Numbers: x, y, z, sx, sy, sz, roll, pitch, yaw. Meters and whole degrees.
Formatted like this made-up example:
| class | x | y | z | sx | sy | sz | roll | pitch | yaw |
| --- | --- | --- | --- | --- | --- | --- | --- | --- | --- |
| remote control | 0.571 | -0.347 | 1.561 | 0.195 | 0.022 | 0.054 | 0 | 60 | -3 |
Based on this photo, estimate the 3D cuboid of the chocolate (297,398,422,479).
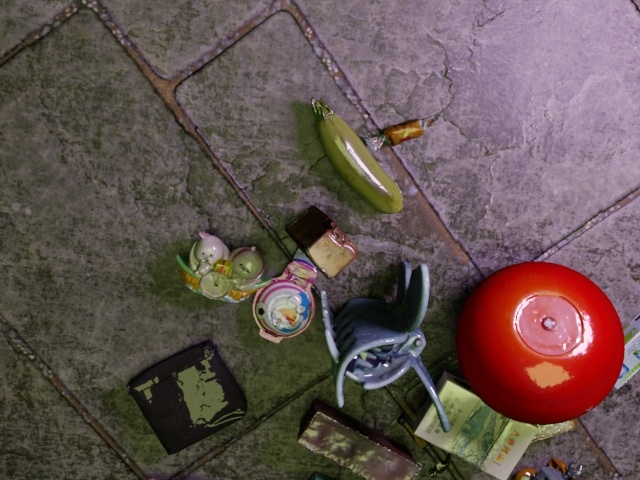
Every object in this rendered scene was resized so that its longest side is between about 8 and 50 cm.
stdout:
| class | x | y | z | sx | sy | sz | roll | pitch | yaw |
| --- | --- | --- | --- | --- | --- | --- | --- | --- | --- |
| chocolate | 0.098 | 0.522 | 1.945 | 0.321 | 0.112 | 0.112 | 30 | 99 | -10 |

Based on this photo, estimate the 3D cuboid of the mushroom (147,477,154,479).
| class | x | y | z | sx | sy | sz | roll | pitch | yaw |
| --- | --- | --- | --- | --- | --- | --- | --- | --- | --- |
| mushroom | -0.336 | 0.662 | 1.959 | 0.247 | 0.108 | 0.096 | 14 | 63 | -10 |

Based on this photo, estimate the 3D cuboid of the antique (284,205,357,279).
| class | x | y | z | sx | sy | sz | roll | pitch | yaw |
| --- | --- | --- | --- | --- | --- | --- | --- | --- | --- |
| antique | 0.000 | 0.000 | 1.689 | 0.093 | 0.310 | 0.087 | -39 | 103 | -2 |

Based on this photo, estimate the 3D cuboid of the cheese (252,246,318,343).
| class | x | y | z | sx | sy | sz | roll | pitch | yaw |
| --- | --- | --- | --- | --- | --- | --- | --- | --- | --- |
| cheese | -0.073 | 0.132 | 1.853 | 0.155 | 0.062 | 0.244 | 27 | 91 | -8 |

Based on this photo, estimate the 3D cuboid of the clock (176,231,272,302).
| class | x | y | z | sx | sy | sz | roll | pitch | yaw |
| --- | --- | --- | --- | --- | --- | --- | --- | --- | --- |
| clock | -0.225 | 0.064 | 1.803 | 0.231 | 0.103 | 0.144 | 16 | 111 | -7 |

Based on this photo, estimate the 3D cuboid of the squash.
| class | x | y | z | sx | sy | sz | roll | pitch | yaw |
| --- | --- | --- | --- | --- | --- | --- | --- | --- | --- |
| squash | 0.072 | -0.185 | 1.767 | 0.094 | 0.094 | 0.341 | -38 | 107 | 6 |

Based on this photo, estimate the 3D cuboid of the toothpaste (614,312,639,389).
| class | x | y | z | sx | sy | sz | roll | pitch | yaw |
| --- | --- | --- | --- | --- | --- | --- | --- | --- | --- |
| toothpaste | 0.837 | 0.229 | 1.942 | 0.081 | 0.067 | 0.336 | 42 | 98 | -13 |

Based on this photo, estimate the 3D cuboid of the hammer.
| class | x | y | z | sx | sy | sz | roll | pitch | yaw |
| --- | --- | --- | --- | --- | --- | --- | --- | --- | --- |
| hammer | 0.269 | 0.529 | 2.003 | 0.078 | 0.021 | 0.201 | -36 | 105 | 5 |

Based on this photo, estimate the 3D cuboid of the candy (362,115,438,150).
| class | x | y | z | sx | sy | sz | roll | pitch | yaw |
| --- | --- | --- | --- | --- | --- | --- | --- | --- | --- |
| candy | 0.189 | -0.248 | 1.778 | 0.182 | 0.053 | 0.046 | -17 | 112 | 2 |

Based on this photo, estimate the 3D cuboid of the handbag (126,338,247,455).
| class | x | y | z | sx | sy | sz | roll | pitch | yaw |
| --- | --- | --- | --- | --- | --- | --- | --- | --- | --- |
| handbag | -0.326 | 0.390 | 1.893 | 0.247 | 0.080 | 0.223 | -28 | 105 | 3 |

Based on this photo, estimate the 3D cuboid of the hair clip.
| class | x | y | z | sx | sy | sz | roll | pitch | yaw |
| --- | --- | --- | --- | --- | --- | --- | --- | --- | --- |
| hair clip | 0.132 | 0.222 | 1.763 | 0.239 | 0.318 | 0.392 | -11 | 107 | 0 |

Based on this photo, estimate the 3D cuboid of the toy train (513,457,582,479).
| class | x | y | z | sx | sy | sz | roll | pitch | yaw |
| --- | --- | --- | --- | --- | --- | --- | --- | --- | --- |
| toy train | 0.593 | 0.738 | 2.016 | 0.232 | 0.163 | 0.369 | 31 | 100 | -20 |

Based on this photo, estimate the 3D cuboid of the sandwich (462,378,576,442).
| class | x | y | z | sx | sy | sz | roll | pitch | yaw |
| --- | --- | --- | --- | --- | --- | --- | --- | --- | --- |
| sandwich | 0.493 | 0.416 | 1.953 | 0.251 | 0.087 | 0.226 | -22 | 104 | 4 |

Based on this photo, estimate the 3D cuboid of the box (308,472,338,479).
| class | x | y | z | sx | sy | sz | roll | pitch | yaw |
| --- | --- | --- | --- | --- | --- | --- | --- | --- | --- |
| box | 0.105 | 0.730 | 1.951 | 0.312 | 0.205 | 0.118 | 21 | 101 | -9 |

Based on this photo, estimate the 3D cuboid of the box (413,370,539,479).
| class | x | y | z | sx | sy | sz | roll | pitch | yaw |
| --- | --- | --- | --- | --- | --- | --- | --- | --- | --- |
| box | 0.379 | 0.456 | 1.884 | 0.257 | 0.069 | 0.164 | 28 | 103 | -2 |

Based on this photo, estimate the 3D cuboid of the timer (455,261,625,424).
| class | x | y | z | sx | sy | sz | roll | pitch | yaw |
| --- | --- | --- | --- | --- | --- | --- | --- | --- | --- |
| timer | 0.503 | 0.233 | 1.775 | 0.378 | 0.279 | 0.377 | -2 | 69 | 6 |
